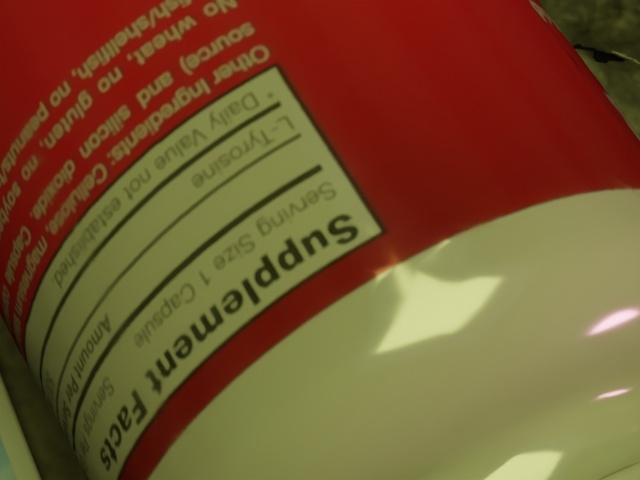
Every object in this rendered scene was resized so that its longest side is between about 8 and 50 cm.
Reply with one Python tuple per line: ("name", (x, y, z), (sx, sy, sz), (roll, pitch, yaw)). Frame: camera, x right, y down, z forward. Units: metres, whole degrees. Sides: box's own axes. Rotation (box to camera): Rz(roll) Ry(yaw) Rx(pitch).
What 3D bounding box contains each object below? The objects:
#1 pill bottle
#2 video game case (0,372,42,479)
("pill bottle", (0.000, 0.000, 0.695), (0.229, 0.229, 0.408), (-24, 63, -17))
("video game case", (-0.181, 0.167, 0.703), (0.204, 0.025, 0.285), (-19, 61, -14))
